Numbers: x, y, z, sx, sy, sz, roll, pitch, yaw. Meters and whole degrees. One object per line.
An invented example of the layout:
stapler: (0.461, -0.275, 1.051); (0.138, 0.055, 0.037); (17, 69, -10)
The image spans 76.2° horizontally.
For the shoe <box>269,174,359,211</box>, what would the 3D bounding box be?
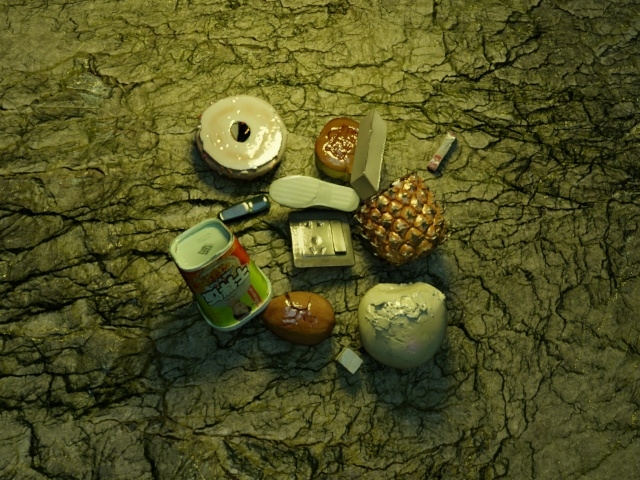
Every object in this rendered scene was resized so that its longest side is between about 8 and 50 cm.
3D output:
shoe: (-0.033, -0.189, 1.653); (0.363, 0.160, 0.132); (6, 98, -15)

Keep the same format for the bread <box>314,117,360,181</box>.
bread: (0.100, -0.385, 1.742); (0.270, 0.148, 0.270); (3, 71, -10)

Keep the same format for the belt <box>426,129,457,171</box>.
belt: (0.557, -0.412, 1.856); (0.053, 0.071, 0.232); (31, 72, 9)

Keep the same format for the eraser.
eraser: (0.192, -0.341, 1.616); (0.077, 0.111, 0.352); (17, 69, -21)

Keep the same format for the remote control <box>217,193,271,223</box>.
remote control: (-0.311, -0.127, 1.666); (0.222, 0.042, 0.072); (-21, 81, -13)

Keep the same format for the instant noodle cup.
instant noodle cup: (-0.349, 0.109, 1.409); (0.294, 0.308, 0.294); (-9, 45, 10)

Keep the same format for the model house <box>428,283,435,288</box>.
model house: (0.406, 0.230, 1.645); (0.167, 0.088, 0.117); (-2, 75, -8)

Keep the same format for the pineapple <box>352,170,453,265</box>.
pineapple: (0.328, -0.074, 1.599); (0.352, 0.352, 0.300); (-31, 88, -15)

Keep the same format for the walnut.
walnut: (-0.088, 0.283, 1.505); (0.298, 0.203, 0.203); (6, 74, -14)

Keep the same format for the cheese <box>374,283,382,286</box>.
cheese: (0.242, 0.216, 1.657); (0.044, 0.030, 0.083); (14, 67, -26)

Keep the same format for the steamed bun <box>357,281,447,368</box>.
steamed bun: (0.305, 0.321, 1.491); (0.334, 0.233, 0.312); (-10, 99, 7)

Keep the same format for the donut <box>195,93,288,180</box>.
donut: (-0.326, -0.420, 1.694); (0.382, 0.142, 0.383); (2, 73, -7)

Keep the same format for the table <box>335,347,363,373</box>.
table: (0.106, 0.452, 1.542); (0.079, 0.083, 0.062); (42, 74, 4)

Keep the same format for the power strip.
power strip: (0.002, 0.001, 1.650); (0.251, 0.092, 0.257); (-3, 62, -8)
